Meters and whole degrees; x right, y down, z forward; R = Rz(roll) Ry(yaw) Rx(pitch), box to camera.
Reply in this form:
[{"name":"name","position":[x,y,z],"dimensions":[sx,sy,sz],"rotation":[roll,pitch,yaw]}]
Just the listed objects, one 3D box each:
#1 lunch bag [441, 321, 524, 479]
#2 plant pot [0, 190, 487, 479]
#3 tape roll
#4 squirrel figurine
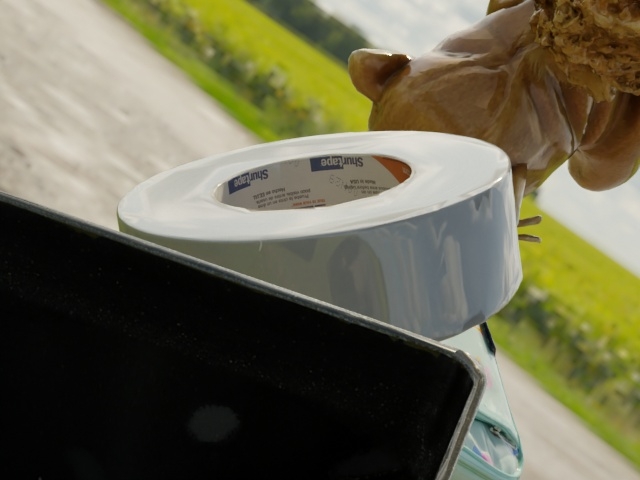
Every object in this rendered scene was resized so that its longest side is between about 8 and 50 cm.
[{"name":"lunch bag","position":[0.052,0.102,1.501],"dimensions":[0.279,0.108,0.224],"rotation":[31,32,-43]},{"name":"plant pot","position":[-0.078,0.116,0.517],"dimensions":[0.188,0.167,0.187],"rotation":[18,32,7]},{"name":"tape roll","position":[0.000,0.000,1.030],"dimensions":[0.219,0.072,0.219],"rotation":[-7,17,2]},{"name":"squirrel figurine","position":[0.207,-0.171,1.448],"dimensions":[0.281,0.370,0.397],"rotation":[55,-24,12]}]
